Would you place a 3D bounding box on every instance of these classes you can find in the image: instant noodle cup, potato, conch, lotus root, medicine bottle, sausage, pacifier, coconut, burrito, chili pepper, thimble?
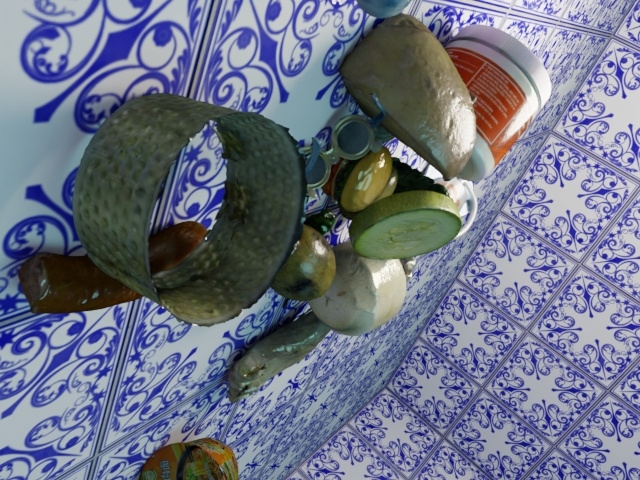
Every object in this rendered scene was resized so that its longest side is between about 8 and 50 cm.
[{"bbox_3d":[-0.319,0.614,1.431,0.230,0.230,0.182,-52,167,1],"label":"instant noodle cup"},{"bbox_3d":[0.198,-0.270,1.007,0.211,0.264,0.189,-46,168,1],"label":"potato"},{"bbox_3d":[0.141,-0.240,1.209,0.076,0.057,0.085,-44,160,15],"label":"conch"},{"bbox_3d":[-0.053,0.037,1.144,0.154,0.154,0.278,-47,151,-11],"label":"lotus root"},{"bbox_3d":[0.325,-0.292,1.220,0.241,0.252,0.252,-50,159,-3],"label":"medicine bottle"},{"bbox_3d":[-0.274,0.040,0.783,0.302,0.076,0.103,-17,141,-55],"label":"sausage"},{"bbox_3d":[0.340,-0.106,1.707,0.279,0.227,0.207,-45,-163,-16],"label":"pacifier"},{"bbox_3d":[0.100,0.113,1.440,0.266,0.237,0.237,-24,145,-53],"label":"coconut"},{"bbox_3d":[-0.107,0.295,1.492,0.347,0.107,0.175,-32,168,-36],"label":"burrito"},{"bbox_3d":[-0.006,0.000,1.265,0.182,0.073,0.050,91,19,-49],"label":"chili pepper"},{"bbox_3d":[-0.152,-0.042,0.704,0.271,0.150,0.271,-35,136,-43],"label":"thimble"}]

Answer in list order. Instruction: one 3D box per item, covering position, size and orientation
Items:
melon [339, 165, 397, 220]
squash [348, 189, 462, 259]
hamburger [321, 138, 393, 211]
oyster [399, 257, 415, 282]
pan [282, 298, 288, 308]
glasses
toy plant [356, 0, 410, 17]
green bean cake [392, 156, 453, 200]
[{"bbox_3d":[0.107,-0.113,1.277,0.162,0.099,0.099,-50,159,0],"label":"melon"},{"bbox_3d":[0.192,-0.023,1.264,0.252,0.049,0.252,-7,151,-4],"label":"squash"},{"bbox_3d":[0.074,-0.139,1.146,0.162,0.115,0.162,-45,158,-23],"label":"hamburger"},{"bbox_3d":[0.170,0.137,1.693,0.238,0.115,0.351,-39,179,-30],"label":"oyster"},{"bbox_3d":[-0.069,0.136,1.418,0.068,0.023,0.115,-27,148,-48],"label":"pan"},{"bbox_3d":[0.024,-0.183,0.955,0.189,0.088,0.220,-36,168,-9],"label":"glasses"},{"bbox_3d":[0.121,-0.424,0.665,0.247,0.247,0.332,-35,157,-36],"label":"toy plant"},{"bbox_3d":[0.194,-0.084,1.357,0.193,0.208,0.107,-53,156,-4],"label":"green bean cake"}]
